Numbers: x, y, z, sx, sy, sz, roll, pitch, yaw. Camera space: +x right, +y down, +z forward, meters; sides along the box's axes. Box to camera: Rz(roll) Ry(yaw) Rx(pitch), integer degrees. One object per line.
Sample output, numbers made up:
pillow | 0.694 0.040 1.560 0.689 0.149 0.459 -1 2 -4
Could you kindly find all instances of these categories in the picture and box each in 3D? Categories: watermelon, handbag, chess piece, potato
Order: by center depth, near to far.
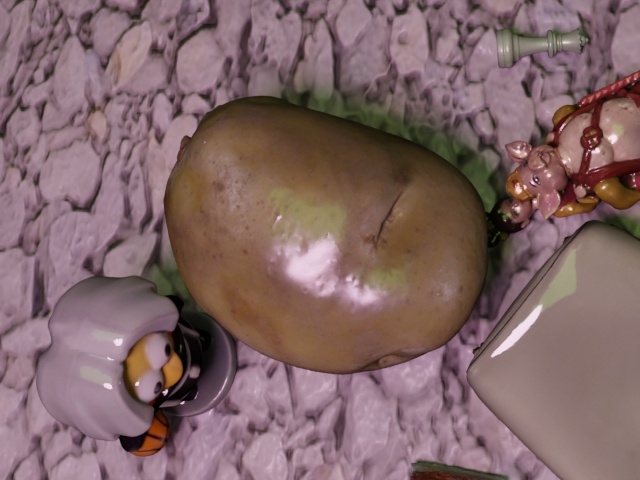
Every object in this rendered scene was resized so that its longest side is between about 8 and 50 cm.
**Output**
handbag | 0.305 0.145 0.884 0.315 0.109 0.241 40 103 17
watermelon | 0.122 0.251 0.918 0.097 0.158 0.121 -9 50 16
potato | 0.000 0.000 0.953 0.326 0.221 0.243 17 95 10
chess piece | 0.230 -0.204 1.017 0.093 0.042 0.042 -5 78 12

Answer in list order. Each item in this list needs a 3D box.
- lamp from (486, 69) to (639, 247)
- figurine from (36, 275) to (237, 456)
lamp | 0.258 -0.081 0.946 0.253 0.118 0.118 -26 73 10
figurine | -0.185 0.128 0.976 0.133 0.236 0.176 9 81 18
